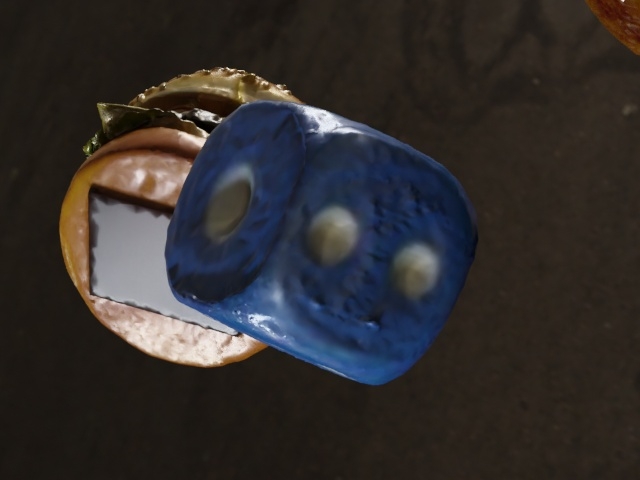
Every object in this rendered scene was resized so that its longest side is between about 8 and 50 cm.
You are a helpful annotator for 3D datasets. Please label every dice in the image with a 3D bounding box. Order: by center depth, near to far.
[{"bbox_3d":[0.000,0.000,1.001,0.146,0.146,0.143,14,79,61],"label":"dice"}]

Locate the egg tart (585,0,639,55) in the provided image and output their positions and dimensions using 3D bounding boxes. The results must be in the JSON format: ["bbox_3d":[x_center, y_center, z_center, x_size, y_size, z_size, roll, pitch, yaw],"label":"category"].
[{"bbox_3d":[0.309,-0.238,1.347,0.147,0.202,0.202,-47,26,-14],"label":"egg tart"}]

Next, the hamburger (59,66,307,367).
[{"bbox_3d":[-0.109,-0.030,1.627,0.291,0.291,0.225,-36,16,39],"label":"hamburger"}]
